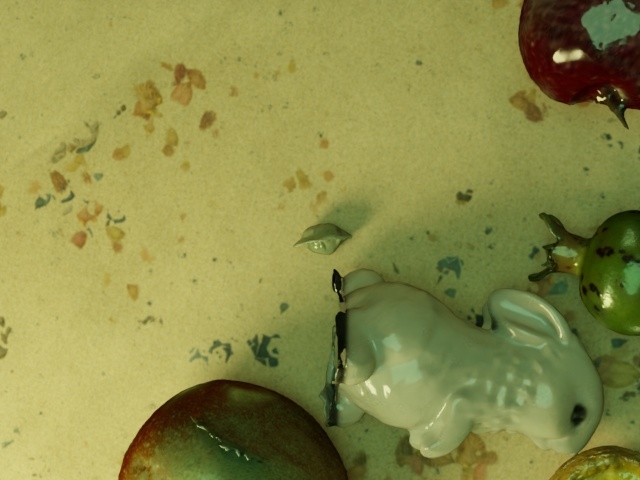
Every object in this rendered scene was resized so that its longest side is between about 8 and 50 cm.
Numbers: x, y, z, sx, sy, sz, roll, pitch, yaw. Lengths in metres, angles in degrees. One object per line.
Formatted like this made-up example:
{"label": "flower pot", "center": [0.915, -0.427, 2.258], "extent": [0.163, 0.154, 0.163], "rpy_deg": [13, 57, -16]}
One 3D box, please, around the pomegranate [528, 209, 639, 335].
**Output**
{"label": "pomegranate", "center": [0.369, 0.034, 1.698], "extent": [0.220, 0.156, 0.156], "rpy_deg": [19, 94, 44]}

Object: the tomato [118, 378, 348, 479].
{"label": "tomato", "center": [-0.122, 0.330, 1.746], "extent": [0.303, 0.239, 0.303], "rpy_deg": [-1, 87, 17]}

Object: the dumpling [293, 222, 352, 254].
{"label": "dumpling", "center": [0.001, -0.001, 1.815], "extent": [0.077, 0.059, 0.043], "rpy_deg": [15, 103, 17]}

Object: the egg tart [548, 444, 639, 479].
{"label": "egg tart", "center": [0.368, 0.346, 1.706], "extent": [0.191, 0.074, 0.191], "rpy_deg": [0, 91, 5]}

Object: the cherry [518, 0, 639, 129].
{"label": "cherry", "center": [0.362, -0.282, 1.665], "extent": [0.230, 0.203, 0.300], "rpy_deg": [7, 77, 17]}

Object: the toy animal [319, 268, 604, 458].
{"label": "toy animal", "center": [0.182, 0.154, 1.723], "extent": [0.357, 0.194, 0.258], "rpy_deg": [4, 66, -2]}
